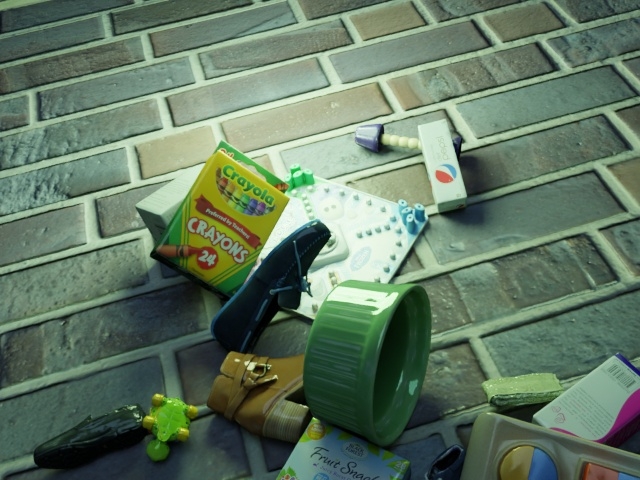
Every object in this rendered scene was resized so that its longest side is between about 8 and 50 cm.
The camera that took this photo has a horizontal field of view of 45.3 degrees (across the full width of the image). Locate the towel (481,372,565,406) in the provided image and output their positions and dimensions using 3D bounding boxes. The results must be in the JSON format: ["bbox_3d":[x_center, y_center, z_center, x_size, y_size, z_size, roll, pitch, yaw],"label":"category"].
[{"bbox_3d":[0.391,0.286,1.480,0.148,0.027,0.110,-8,8,4],"label":"towel"}]

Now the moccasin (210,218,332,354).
[{"bbox_3d":[-0.083,0.109,1.630,0.117,0.137,0.342,45,104,22],"label":"moccasin"}]

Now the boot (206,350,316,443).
[{"bbox_3d":[-0.082,0.266,1.562,0.220,0.109,0.284,14,59,24],"label":"boot"}]

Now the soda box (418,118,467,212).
[{"bbox_3d":[0.296,-0.180,1.864,0.073,0.069,0.216,-13,68,5],"label":"soda box"}]

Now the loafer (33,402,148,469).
[{"bbox_3d":[-0.453,0.385,1.513,0.223,0.076,0.078,-18,44,-14],"label":"loafer"}]

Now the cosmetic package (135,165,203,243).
[{"bbox_3d":[-0.301,-0.060,1.801,0.183,0.151,0.151,-37,29,-24],"label":"cosmetic package"}]

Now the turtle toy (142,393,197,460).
[{"bbox_3d":[-0.303,0.369,1.508,0.095,0.066,0.130,22,54,-5],"label":"turtle toy"}]

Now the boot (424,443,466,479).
[{"bbox_3d":[0.193,0.445,1.354,0.190,0.086,0.069,-38,35,-27],"label":"boot"}]

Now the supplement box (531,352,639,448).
[{"bbox_3d":[0.502,0.327,1.410,0.220,0.114,0.111,-29,52,-19],"label":"supplement box"}]

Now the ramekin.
[{"bbox_3d":[0.090,0.218,1.445,0.148,0.303,0.303,10,50,26],"label":"ramekin"}]

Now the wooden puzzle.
[{"bbox_3d":[0.384,0.476,1.243,0.347,0.080,0.322,12,75,20],"label":"wooden puzzle"}]

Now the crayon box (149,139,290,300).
[{"bbox_3d":[-0.207,-0.053,1.695,0.202,0.081,0.319,33,71,-17],"label":"crayon box"}]

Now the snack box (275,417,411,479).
[{"bbox_3d":[0.037,0.445,1.395,0.207,0.070,0.174,21,55,22],"label":"snack box"}]

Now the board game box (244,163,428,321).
[{"bbox_3d":[0.000,0.000,1.805,0.389,0.050,0.390,21,55,23],"label":"board game box"}]

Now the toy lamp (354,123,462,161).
[{"bbox_3d":[0.225,-0.252,1.983,0.274,0.080,0.080,13,52,14],"label":"toy lamp"}]
